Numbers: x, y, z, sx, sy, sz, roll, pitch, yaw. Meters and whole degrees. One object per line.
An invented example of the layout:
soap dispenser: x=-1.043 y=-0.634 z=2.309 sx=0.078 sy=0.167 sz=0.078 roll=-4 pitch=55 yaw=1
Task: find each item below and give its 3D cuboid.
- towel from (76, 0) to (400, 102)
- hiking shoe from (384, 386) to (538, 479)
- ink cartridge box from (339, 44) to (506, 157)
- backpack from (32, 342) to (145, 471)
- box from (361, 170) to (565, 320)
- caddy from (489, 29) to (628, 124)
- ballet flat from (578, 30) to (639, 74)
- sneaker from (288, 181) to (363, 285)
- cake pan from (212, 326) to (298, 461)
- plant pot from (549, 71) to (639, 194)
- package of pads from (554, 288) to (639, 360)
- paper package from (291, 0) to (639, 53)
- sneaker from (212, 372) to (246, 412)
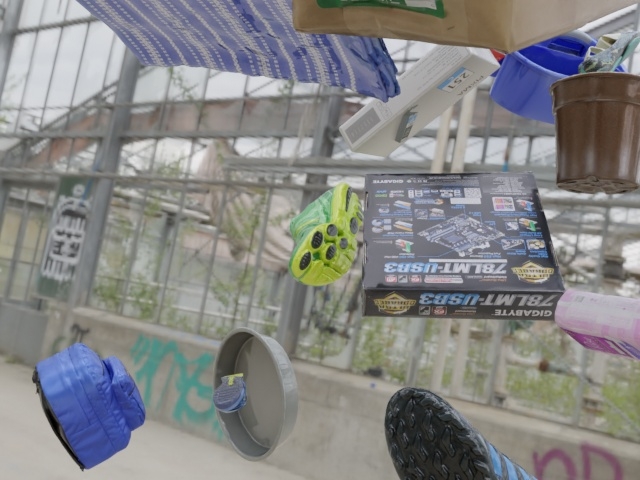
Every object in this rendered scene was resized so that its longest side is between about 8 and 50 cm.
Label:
towel: x=-0.096 y=-0.217 z=0.745 sx=0.336 sy=0.040 sz=0.243 roll=11 pitch=-8 yaw=18
hiking shoe: x=0.194 y=0.300 z=0.879 sx=0.304 sy=0.113 sz=0.132 roll=48 pitch=13 yaw=12
ink cartridge box: x=0.219 y=-0.274 z=1.438 sx=0.296 sy=0.066 sz=0.261 roll=-37 pitch=-18 yaw=29
backpack: x=-0.265 y=0.175 z=0.829 sx=0.101 sy=0.120 sz=0.098 roll=-32 pitch=30 yaw=-19
box: x=0.214 y=0.000 z=1.165 sx=0.296 sy=0.293 sz=0.073 roll=0 pitch=-48 yaw=4
caddy: x=0.531 y=-0.400 z=1.652 sx=0.342 sy=0.241 sz=0.179 roll=9 pitch=-45 yaw=-18
ballet flat: x=0.515 y=-0.336 z=1.301 sx=0.070 sy=0.070 sz=0.188 roll=6 pitch=36 yaw=40
sneaker: x=0.000 y=0.000 z=1.386 sx=0.124 sy=0.109 sz=0.295 roll=-26 pitch=20 yaw=30
cake pan: x=-0.145 y=0.337 z=1.614 sx=0.054 sy=0.293 sz=0.293 roll=0 pitch=3 yaw=-39
plant pot: x=0.449 y=-0.164 z=1.170 sx=0.167 sy=0.165 sz=0.167 roll=5 pitch=-5 yaw=0
package of pads: x=0.205 y=0.059 z=0.490 sx=0.050 sy=0.032 sz=0.083 roll=37 pitch=-15 yaw=-27
paper package: x=0.124 y=-0.314 z=0.483 sx=0.168 sy=0.324 sz=0.309 roll=18 pitch=32 yaw=35
sneaker: x=-0.158 y=0.284 z=1.309 sx=0.053 sy=0.059 sz=0.144 roll=-7 pitch=6 yaw=3
